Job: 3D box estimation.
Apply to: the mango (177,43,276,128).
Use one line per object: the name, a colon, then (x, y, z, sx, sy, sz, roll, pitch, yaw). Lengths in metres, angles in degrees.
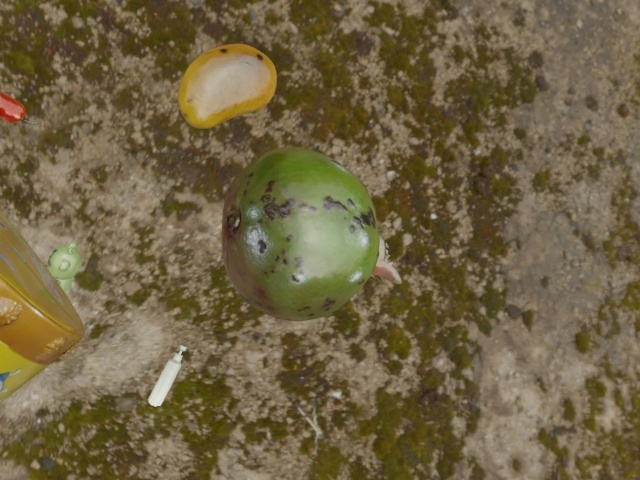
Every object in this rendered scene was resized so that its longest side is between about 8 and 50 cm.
mango: (-0.153, -0.253, 0.942, 0.178, 0.090, 0.115, -28, 96, -23)

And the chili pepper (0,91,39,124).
chili pepper: (-0.918, -0.389, 1.641, 0.272, 0.063, 0.071, 27, 75, -50)

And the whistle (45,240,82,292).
whistle: (-0.708, 0.091, 1.575, 0.085, 0.227, 0.105, 26, 37, -22)

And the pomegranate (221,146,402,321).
pomegranate: (0.000, -0.007, 0.948, 0.324, 0.291, 0.290, 8, 75, -9)

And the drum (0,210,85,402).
drum: (-0.443, 0.004, 0.551, 0.214, 0.431, 0.431, -39, 97, -16)

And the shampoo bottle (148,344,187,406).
shampoo bottle: (-0.333, 0.294, 1.285, 0.034, 0.049, 0.141, 26, 81, 2)
